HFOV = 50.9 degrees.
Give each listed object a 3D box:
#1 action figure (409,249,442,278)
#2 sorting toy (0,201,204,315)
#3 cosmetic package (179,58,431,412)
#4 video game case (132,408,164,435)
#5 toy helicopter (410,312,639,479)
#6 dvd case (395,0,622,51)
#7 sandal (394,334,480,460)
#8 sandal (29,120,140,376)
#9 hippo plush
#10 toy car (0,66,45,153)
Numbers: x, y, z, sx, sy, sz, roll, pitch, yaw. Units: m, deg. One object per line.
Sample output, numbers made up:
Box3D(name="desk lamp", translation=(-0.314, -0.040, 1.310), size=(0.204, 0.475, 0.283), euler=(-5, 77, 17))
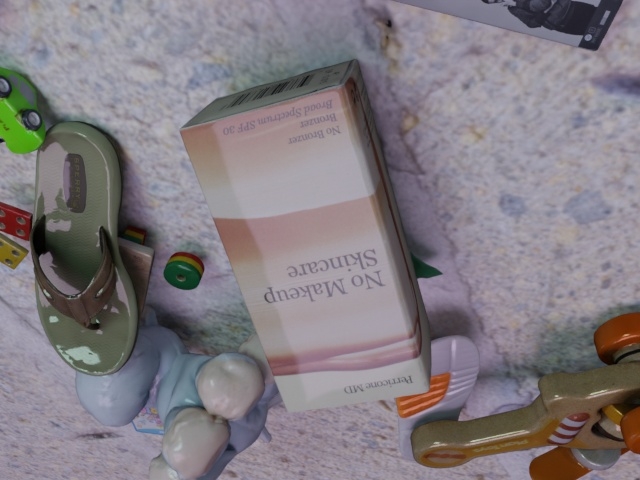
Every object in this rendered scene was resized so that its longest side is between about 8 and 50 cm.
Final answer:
Box3D(name="action figure", translation=(0.011, -0.009, 0.743), size=(0.137, 0.063, 0.232), euler=(-26, 120, 37))
Box3D(name="sorting toy", translation=(-0.286, 0.021, 0.853), size=(0.275, 0.046, 0.132), euler=(19, 135, -5))
Box3D(name="cosmetic package", translation=(0.000, 0.000, 0.635), size=(0.153, 0.129, 0.296), euler=(-14, 112, 14))
Box3D(name="video game case", translation=(-0.274, 0.280, 1.128), size=(0.119, 0.015, 0.166), euler=(4, 135, 10))
Box3D(name="toy helicopter", translation=(0.290, 0.234, 0.843), size=(0.355, 0.140, 0.235), euler=(-17, 139, 19))
Box3D(name="dvd case", translation=(0.128, -0.250, 0.495), size=(0.239, 0.029, 0.179), euler=(15, 136, 0))
Box3D(name="sandal", translation=(0.138, 0.200, 0.896), size=(0.102, 0.076, 0.265), euler=(-3, 132, -6))
Box3D(name="sandal", translation=(-0.278, 0.021, 0.753), size=(0.120, 0.086, 0.302), euler=(0, 110, 2))
Box3D(name="hippo plush", translation=(-0.178, 0.176, 0.897), size=(0.237, 0.294, 0.234), euler=(33, 110, 15))
Box3D(name="toy car", translation=(-0.356, -0.184, 0.664), size=(0.239, 0.053, 0.225), euler=(-14, 129, 26))
